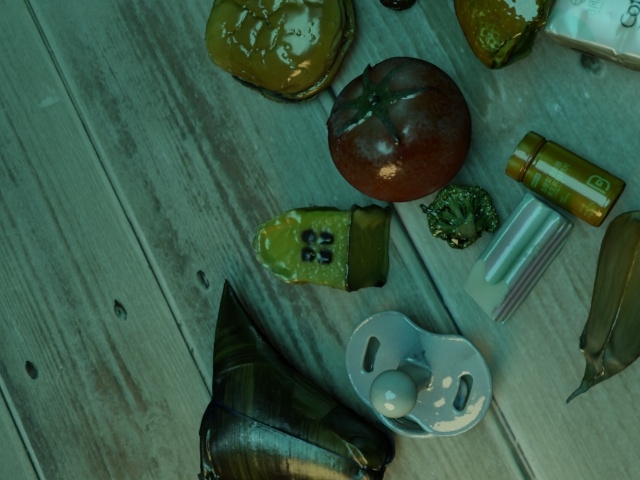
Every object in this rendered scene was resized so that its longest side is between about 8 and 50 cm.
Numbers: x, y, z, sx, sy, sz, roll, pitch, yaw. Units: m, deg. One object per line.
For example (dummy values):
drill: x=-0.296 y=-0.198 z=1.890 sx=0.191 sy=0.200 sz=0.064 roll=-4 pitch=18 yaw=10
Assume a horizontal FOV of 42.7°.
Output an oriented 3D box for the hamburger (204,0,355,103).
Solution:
hamburger: x=-0.080 y=-0.425 z=1.639 sx=0.318 sy=0.158 sz=0.319 roll=2 pitch=96 yaw=25

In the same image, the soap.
soap: x=0.351 y=0.035 z=1.485 sx=0.091 sy=0.145 sz=0.230 roll=41 pitch=103 yaw=26

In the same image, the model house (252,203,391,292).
model house: x=0.000 y=0.000 z=1.611 sx=0.234 sy=0.193 sz=0.175 roll=10 pitch=98 yaw=26

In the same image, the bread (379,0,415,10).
bread: x=0.148 y=-0.489 z=1.588 sx=0.085 sy=0.053 sz=0.085 roll=2 pitch=94 yaw=24

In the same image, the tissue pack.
tissue pack: x=0.561 y=-0.457 z=1.330 sx=0.266 sy=0.194 sz=0.357 roll=25 pitch=103 yaw=20

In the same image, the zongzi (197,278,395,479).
zongzi: x=-0.048 y=0.295 z=1.662 sx=0.403 sy=0.208 sz=0.432 roll=0 pitch=81 yaw=19

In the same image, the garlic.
garlic: x=0.505 y=0.107 z=1.393 sx=0.151 sy=0.196 sz=0.338 roll=30 pitch=107 yaw=36

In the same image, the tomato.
tomato: x=0.148 y=-0.193 z=1.502 sx=0.264 sy=0.265 sz=0.265 roll=1 pitch=94 yaw=24

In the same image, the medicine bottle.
medicine bottle: x=0.435 y=-0.110 z=1.460 sx=0.192 sy=0.096 sz=0.096 roll=34 pitch=106 yaw=18

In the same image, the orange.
orange: x=0.335 y=-0.454 z=1.378 sx=0.196 sy=0.262 sz=0.335 roll=22 pitch=113 yaw=27

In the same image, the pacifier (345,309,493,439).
pacifier: x=0.160 y=0.274 z=1.530 sx=0.299 sy=0.233 sz=0.244 roll=19 pitch=104 yaw=23

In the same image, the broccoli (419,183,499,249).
broccoli: x=0.263 y=-0.044 z=1.528 sx=0.130 sy=0.120 sz=0.131 roll=-23 pitch=116 yaw=8
